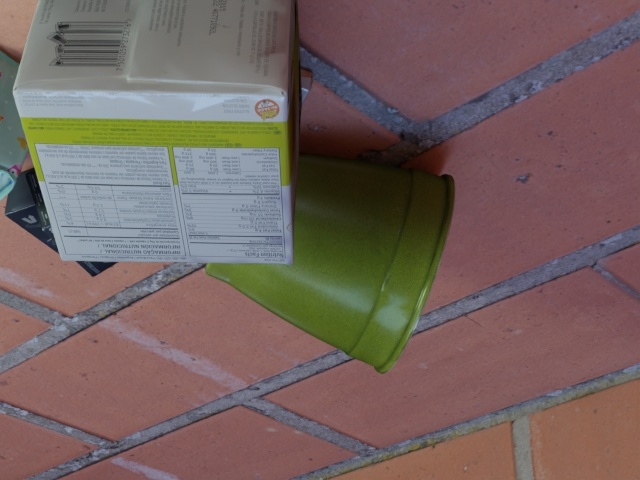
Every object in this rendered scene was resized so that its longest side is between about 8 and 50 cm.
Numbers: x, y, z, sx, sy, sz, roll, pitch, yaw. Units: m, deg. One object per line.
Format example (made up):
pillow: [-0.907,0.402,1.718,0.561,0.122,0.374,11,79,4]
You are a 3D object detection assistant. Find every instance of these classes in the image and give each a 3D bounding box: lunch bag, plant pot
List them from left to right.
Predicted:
lunch bag: [-0.564,-0.148,1.795,0.160,0.223,0.262,29,139,-26]
plant pot: [0.000,0.000,1.937,0.353,0.366,0.366,20,145,-6]

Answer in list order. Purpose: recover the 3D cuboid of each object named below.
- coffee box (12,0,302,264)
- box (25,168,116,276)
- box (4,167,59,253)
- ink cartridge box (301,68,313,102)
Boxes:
coffee box: [-0.200,-0.194,1.567,0.338,0.337,0.334,1,139,2]
box: [-0.323,-0.091,1.864,0.270,0.143,0.165,-32,142,4]
box: [-0.458,-0.065,2.039,0.156,0.093,0.158,-16,144,23]
ink cartridge box: [-0.120,-0.244,1.812,0.179,0.045,0.145,21,144,-12]
